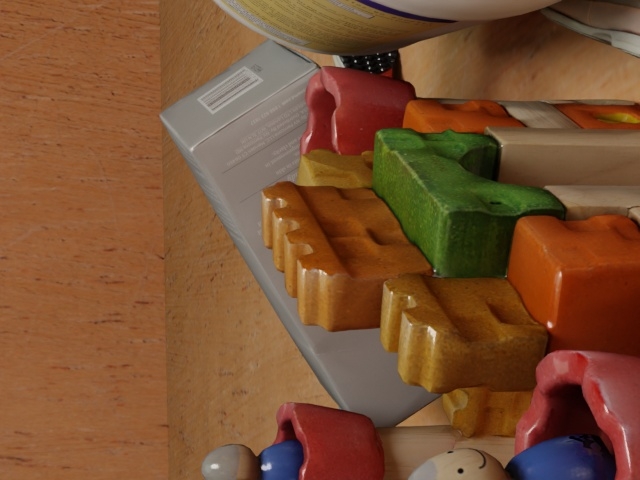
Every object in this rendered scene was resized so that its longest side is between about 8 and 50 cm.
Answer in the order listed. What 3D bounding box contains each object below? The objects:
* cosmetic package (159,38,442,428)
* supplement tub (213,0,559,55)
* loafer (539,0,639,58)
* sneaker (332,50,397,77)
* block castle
[{"bbox_3d":[0.000,0.000,0.920,0.238,0.107,0.127,57,175,-23],"label":"cosmetic package"},{"bbox_3d":[0.033,-0.228,0.773,0.331,0.241,0.241,-168,79,-75],"label":"supplement tub"},{"bbox_3d":[0.155,-0.116,0.706,0.039,0.045,0.125,-69,25,12],"label":"loafer"},{"bbox_3d":[0.034,-0.112,1.145,0.075,0.057,0.161,112,152,-43],"label":"sneaker"},{"bbox_3d":[0.074,0.105,0.656,0.453,0.212,0.303,-121,34,-65],"label":"block castle"}]
